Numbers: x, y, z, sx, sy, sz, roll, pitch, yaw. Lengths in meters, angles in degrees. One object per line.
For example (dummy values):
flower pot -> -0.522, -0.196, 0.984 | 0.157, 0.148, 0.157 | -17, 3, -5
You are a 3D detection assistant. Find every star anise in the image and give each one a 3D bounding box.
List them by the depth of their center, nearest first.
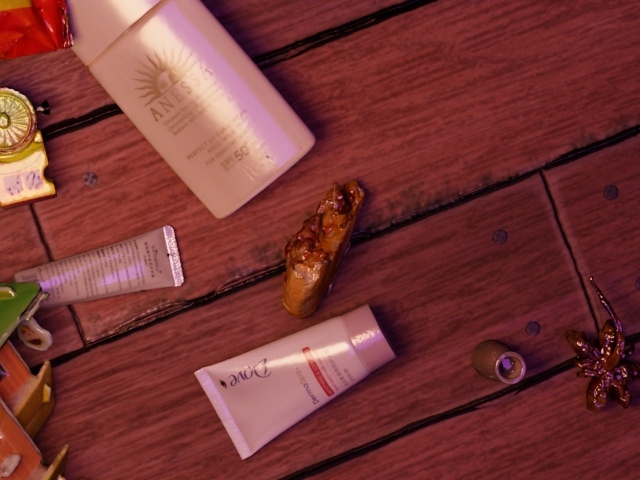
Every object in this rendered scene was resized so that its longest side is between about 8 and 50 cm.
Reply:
star anise -> 0.381, 0.139, 2.019 | 0.097, 0.070, 0.191 | -20, 94, -6

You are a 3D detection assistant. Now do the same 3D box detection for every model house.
model house -> -0.458, 0.267, 1.857 | 0.324, 0.340, 0.300 | 61, 40, -31

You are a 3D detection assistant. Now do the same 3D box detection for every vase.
vase -> 0.236, 0.161, 1.976 | 0.053, 0.100, 0.053 | -1, 93, -10

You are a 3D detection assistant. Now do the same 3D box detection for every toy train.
toy train -> -0.469, -0.093, 1.838 | 0.296, 0.100, 0.161 | -13, 97, -9

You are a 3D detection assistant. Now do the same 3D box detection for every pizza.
pizza -> -0.001, 0.000, 1.930 | 0.069, 0.154, 0.194 | 21, 68, 8

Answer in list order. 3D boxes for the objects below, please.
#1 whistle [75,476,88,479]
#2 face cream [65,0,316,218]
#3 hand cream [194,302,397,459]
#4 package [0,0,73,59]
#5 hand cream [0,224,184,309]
whistle -> -0.213, 0.352, 1.933 | 0.220, 0.057, 0.107 | 19, 91, -9
face cream -> -0.176, -0.205, 1.880 | 0.173, 0.081, 0.348 | -37, 100, 18
hand cream -> -0.028, 0.169, 1.950 | 0.248, 0.083, 0.133 | -30, 96, 3
package -> -0.523, -0.288, 1.805 | 0.423, 0.123, 0.196 | -11, 97, -10
hand cream -> -0.293, 0.044, 1.909 | 0.234, 0.050, 0.080 | -13, 95, -13
